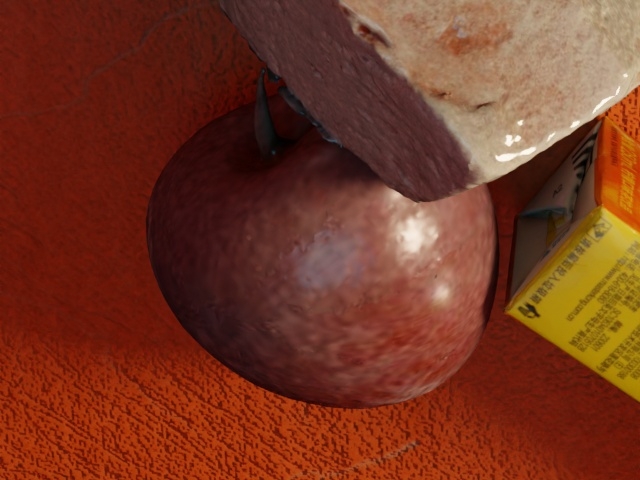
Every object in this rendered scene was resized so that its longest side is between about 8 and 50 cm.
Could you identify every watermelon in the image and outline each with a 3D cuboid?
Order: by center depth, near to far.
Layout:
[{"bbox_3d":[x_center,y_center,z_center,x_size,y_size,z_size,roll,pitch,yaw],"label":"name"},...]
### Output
[{"bbox_3d":[0.092,-0.130,1.192,0.387,0.258,0.228,16,139,-26],"label":"watermelon"}]

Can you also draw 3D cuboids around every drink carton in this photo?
[{"bbox_3d":[0.300,0.077,1.364,0.351,0.154,0.111,35,118,-10],"label":"drink carton"}]

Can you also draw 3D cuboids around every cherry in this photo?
[{"bbox_3d":[0.000,0.000,1.339,0.236,0.213,0.285,21,146,41],"label":"cherry"}]
